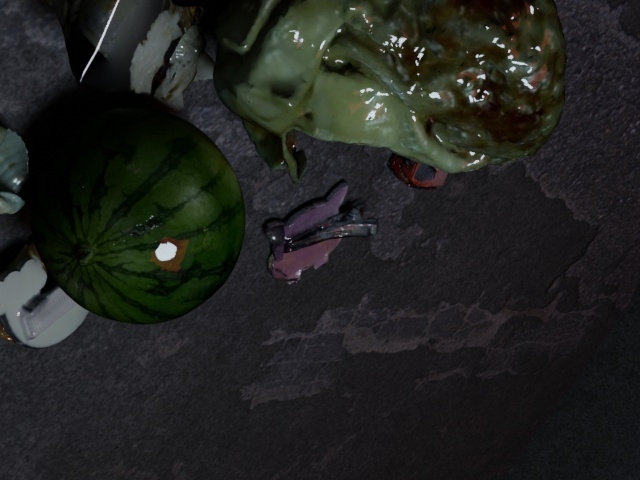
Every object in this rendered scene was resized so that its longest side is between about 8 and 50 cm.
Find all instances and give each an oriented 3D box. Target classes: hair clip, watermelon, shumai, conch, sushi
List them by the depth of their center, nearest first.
[{"bbox_3d":[-0.370,-0.057,1.196,0.153,0.102,0.135,-59,166,-64],"label":"conch"},{"bbox_3d":[-0.198,-0.226,1.229,0.134,0.109,0.273,-60,163,8],"label":"sushi"},{"bbox_3d":[0.046,-0.216,1.288,0.348,0.395,0.395,-27,144,-17],"label":"shumai"},{"bbox_3d":[-0.200,-0.027,1.295,0.242,0.242,0.242,-30,145,-24],"label":"watermelon"},{"bbox_3d":[-0.301,0.056,1.400,0.220,0.054,0.140,-39,143,-37],"label":"hair clip"},{"bbox_3d":[-0.004,-0.006,1.738,0.187,0.056,0.146,-21,142,-21],"label":"hair clip"}]

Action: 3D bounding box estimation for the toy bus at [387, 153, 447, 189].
[{"bbox_3d":[0.178,-0.182,1.734,0.096,0.073,0.235,-2,127,-37],"label":"toy bus"}]

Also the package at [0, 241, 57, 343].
[{"bbox_3d":[-0.360,0.066,1.407,0.120,0.031,0.108,-44,147,-7],"label":"package"}]
